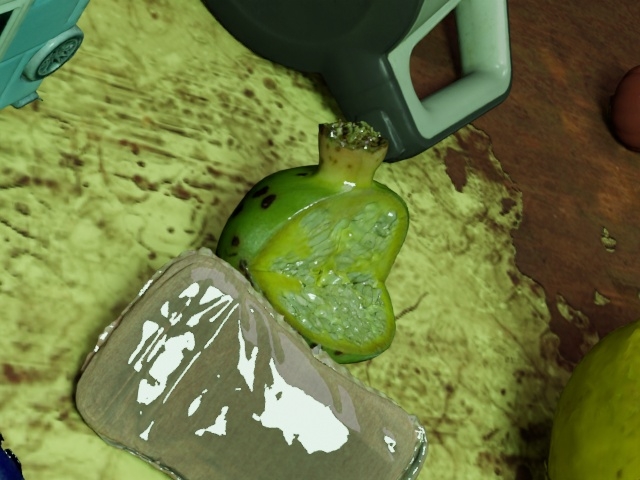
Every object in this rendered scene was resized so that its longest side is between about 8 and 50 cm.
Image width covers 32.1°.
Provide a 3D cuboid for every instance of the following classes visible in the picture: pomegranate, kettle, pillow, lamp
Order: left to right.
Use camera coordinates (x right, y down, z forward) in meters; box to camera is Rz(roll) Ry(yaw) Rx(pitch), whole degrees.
[{"bbox_3d":[-0.041,0.110,0.687,0.211,0.034,0.135,41,82,-7],"label":"pillow"},{"bbox_3d":[-0.008,0.000,0.770,0.143,0.122,0.169,-10,104,-36],"label":"pomegranate"},{"bbox_3d":[0.080,-0.277,1.023,0.377,0.250,0.361,-50,124,-47],"label":"kettle"},{"bbox_3d":[0.365,-0.147,1.235,0.101,0.090,0.101,-12,106,-49],"label":"lamp"}]

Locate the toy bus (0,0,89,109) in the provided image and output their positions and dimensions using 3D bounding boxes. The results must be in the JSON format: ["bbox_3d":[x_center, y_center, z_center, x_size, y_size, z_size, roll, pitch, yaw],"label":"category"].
[{"bbox_3d":[-0.205,-0.176,0.640,0.133,0.271,0.165,47,44,0],"label":"toy bus"}]

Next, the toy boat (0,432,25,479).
[{"bbox_3d":[-0.293,0.132,0.494,0.318,0.072,0.219,-13,70,-35],"label":"toy boat"}]

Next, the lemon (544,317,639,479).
[{"bbox_3d":[0.293,0.185,0.788,0.258,0.258,0.310,16,45,-31],"label":"lemon"}]
